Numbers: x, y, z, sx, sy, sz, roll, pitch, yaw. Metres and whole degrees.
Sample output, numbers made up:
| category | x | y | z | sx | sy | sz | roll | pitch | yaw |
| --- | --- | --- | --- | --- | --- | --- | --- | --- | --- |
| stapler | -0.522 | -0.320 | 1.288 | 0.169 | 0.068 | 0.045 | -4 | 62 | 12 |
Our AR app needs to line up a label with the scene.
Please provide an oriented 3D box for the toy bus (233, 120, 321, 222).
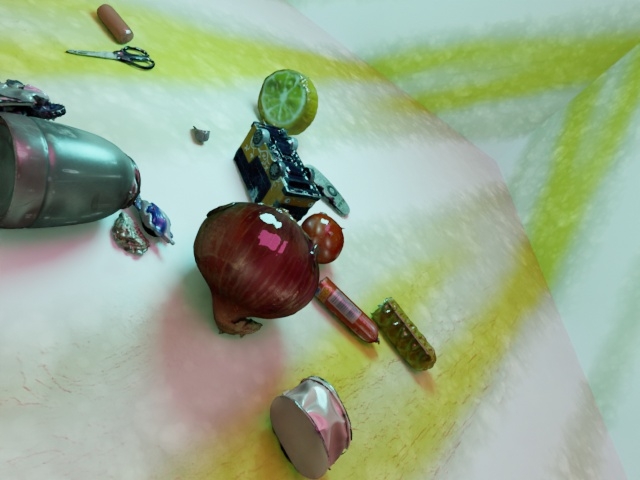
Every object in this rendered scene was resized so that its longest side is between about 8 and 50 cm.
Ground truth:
| category | x | y | z | sx | sy | sz | roll | pitch | yaw |
| --- | --- | --- | --- | --- | --- | --- | --- | --- | --- |
| toy bus | -0.149 | -0.217 | 1.579 | 0.162 | 0.194 | 0.323 | 5 | 48 | -44 |

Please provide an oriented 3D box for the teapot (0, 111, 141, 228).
| category | x | y | z | sx | sy | sz | roll | pitch | yaw |
| --- | --- | --- | --- | --- | --- | --- | --- | --- | --- |
| teapot | -0.587 | -0.158 | 1.081 | 0.315 | 0.233 | 0.312 | 32 | 19 | 31 |

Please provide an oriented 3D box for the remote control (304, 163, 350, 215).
| category | x | y | z | sx | sy | sz | roll | pitch | yaw |
| --- | --- | --- | --- | --- | --- | --- | --- | --- | --- |
| remote control | 0.021 | -0.195 | 1.862 | 0.256 | 0.045 | 0.097 | 47 | 36 | -3 |

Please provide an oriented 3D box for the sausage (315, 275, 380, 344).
| category | x | y | z | sx | sy | sz | roll | pitch | yaw |
| --- | --- | --- | --- | --- | --- | --- | --- | --- | --- |
| sausage | 0.091 | 0.227 | 1.488 | 0.274 | 0.074 | 0.074 | 43 | 35 | -3 |

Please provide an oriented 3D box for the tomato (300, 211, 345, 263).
| category | x | y | z | sx | sy | sz | roll | pitch | yaw |
| --- | --- | --- | --- | --- | --- | --- | --- | --- | --- |
| tomato | 0.000 | 0.000 | 1.560 | 0.167 | 0.167 | 0.167 | 27 | 39 | -25 |

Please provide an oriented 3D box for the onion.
| category | x | y | z | sx | sy | sz | roll | pitch | yaw |
| --- | --- | --- | --- | --- | --- | --- | --- | --- | --- |
| onion | -0.157 | 0.045 | 1.215 | 0.354 | 0.353 | 0.353 | 27 | 39 | -25 |

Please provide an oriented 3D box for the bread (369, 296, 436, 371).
| category | x | y | z | sx | sy | sz | roll | pitch | yaw |
| --- | --- | --- | --- | --- | --- | --- | --- | --- | --- |
| bread | 0.280 | 0.314 | 1.582 | 0.269 | 0.087 | 0.098 | 52 | 34 | 9 |

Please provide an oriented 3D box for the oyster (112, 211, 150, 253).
| category | x | y | z | sx | sy | sz | roll | pitch | yaw |
| --- | --- | --- | --- | --- | --- | --- | --- | --- | --- |
| oyster | -0.466 | -0.017 | 1.186 | 0.100 | 0.037 | 0.098 | 29 | 39 | -23 |

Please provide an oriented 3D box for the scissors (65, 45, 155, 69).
| category | x | y | z | sx | sy | sz | roll | pitch | yaw |
| --- | --- | --- | --- | --- | --- | --- | --- | --- | --- |
| scissors | -0.685 | -0.610 | 1.566 | 0.109 | 0.022 | 0.300 | 52 | 35 | 14 |

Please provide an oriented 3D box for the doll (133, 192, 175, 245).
| category | x | y | z | sx | sy | sz | roll | pitch | yaw |
| --- | --- | --- | --- | --- | --- | --- | --- | --- | --- |
| doll | -0.438 | -0.060 | 1.237 | 0.195 | 0.070 | 0.096 | 49 | 4 | 11 |

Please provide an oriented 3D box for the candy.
| category | x | y | z | sx | sy | sz | roll | pitch | yaw |
| --- | --- | --- | --- | --- | --- | --- | --- | --- | --- |
| candy | -0.129 | -0.537 | 1.865 | 0.118 | 0.260 | 0.260 | -12 | 64 | -56 |

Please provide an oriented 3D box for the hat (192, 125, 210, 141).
| category | x | y | z | sx | sy | sz | roll | pitch | yaw |
| --- | --- | --- | --- | --- | --- | --- | --- | --- | --- |
| hat | -0.399 | -0.354 | 1.598 | 0.058 | 0.042 | 0.087 | 12 | 13 | -37 |

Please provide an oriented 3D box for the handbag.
| category | x | y | z | sx | sy | sz | roll | pitch | yaw |
| --- | --- | --- | --- | --- | --- | --- | --- | --- | --- |
| handbag | -0.021 | 0.422 | 1.091 | 0.116 | 0.179 | 0.205 | -14 | 60 | -43 |

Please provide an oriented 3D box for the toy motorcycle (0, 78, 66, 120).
| category | x | y | z | sx | sy | sz | roll | pitch | yaw |
| --- | --- | --- | --- | --- | --- | --- | --- | --- | --- |
| toy motorcycle | -0.755 | -0.324 | 1.139 | 0.239 | 0.108 | 0.204 | -3 | 39 | -37 |

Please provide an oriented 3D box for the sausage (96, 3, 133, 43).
| category | x | y | z | sx | sy | sz | roll | pitch | yaw |
| --- | --- | --- | --- | --- | --- | --- | --- | --- | --- |
| sausage | -0.709 | -0.748 | 1.643 | 0.154 | 0.062 | 0.062 | 50 | 35 | 7 |
